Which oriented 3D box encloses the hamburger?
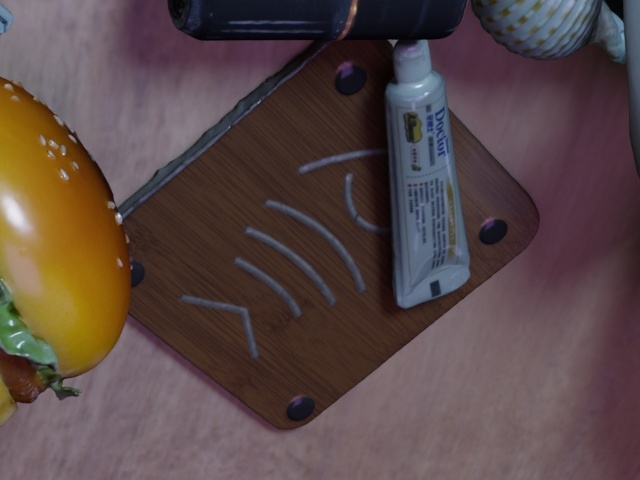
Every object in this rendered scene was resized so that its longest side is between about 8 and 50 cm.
[{"bbox_3d":[-0.212,-0.003,1.108,0.170,0.246,0.246,-30,131,-12],"label":"hamburger"}]

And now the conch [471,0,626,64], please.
[{"bbox_3d":[0.164,-0.188,1.204,0.153,0.102,0.135,23,96,-58],"label":"conch"}]

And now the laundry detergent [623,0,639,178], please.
[{"bbox_3d":[0.272,-0.224,1.163,0.264,0.125,0.397,-42,130,-34],"label":"laundry detergent"}]

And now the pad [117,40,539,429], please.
[{"bbox_3d":[0.000,0.000,1.337,0.284,0.018,0.286,-40,131,9],"label":"pad"}]

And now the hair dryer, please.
[{"bbox_3d":[0.005,-0.291,1.080,0.189,0.107,0.352,-3,118,-17],"label":"hair dryer"}]

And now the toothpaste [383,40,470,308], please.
[{"bbox_3d":[0.075,-0.047,1.294,0.067,0.037,0.255,-22,135,-13],"label":"toothpaste"}]

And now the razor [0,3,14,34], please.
[{"bbox_3d":[-0.266,-0.193,1.078,0.084,0.036,0.211,-22,141,27],"label":"razor"}]
